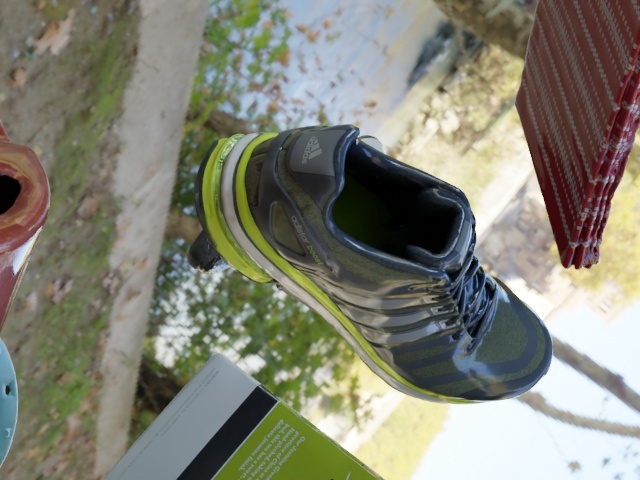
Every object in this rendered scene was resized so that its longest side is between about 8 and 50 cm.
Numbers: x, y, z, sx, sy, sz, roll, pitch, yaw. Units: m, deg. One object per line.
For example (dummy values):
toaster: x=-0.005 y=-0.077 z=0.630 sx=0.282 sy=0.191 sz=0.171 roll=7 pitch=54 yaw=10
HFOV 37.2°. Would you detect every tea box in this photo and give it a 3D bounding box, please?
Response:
tea box: x=-0.034 y=0.360 z=1.145 sx=0.220 sy=0.323 sz=0.329 roll=-48 pitch=146 yaw=-14

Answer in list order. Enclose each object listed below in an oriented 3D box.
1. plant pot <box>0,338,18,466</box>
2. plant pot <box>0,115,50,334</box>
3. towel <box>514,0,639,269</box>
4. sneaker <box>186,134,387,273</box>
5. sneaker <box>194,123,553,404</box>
plant pot: x=-0.465 y=0.175 z=0.986 sx=0.293 sy=0.235 sz=0.293 roll=-4 pitch=90 yaw=-74
plant pot: x=-0.271 y=0.046 z=0.434 sx=0.265 sy=0.272 sz=0.272 roll=-57 pitch=171 yaw=20
towel: x=0.183 y=-0.136 z=0.639 sx=0.275 sy=0.031 sz=0.199 roll=92 pitch=-5 yaw=-47
sneaker: x=0.000 y=0.000 z=1.087 sx=0.281 sy=0.162 sz=0.106 roll=-31 pitch=168 yaw=-23
sneaker: x=0.063 y=0.025 z=0.618 sx=0.121 sy=0.300 sz=0.111 roll=-11 pitch=-126 yaw=50
